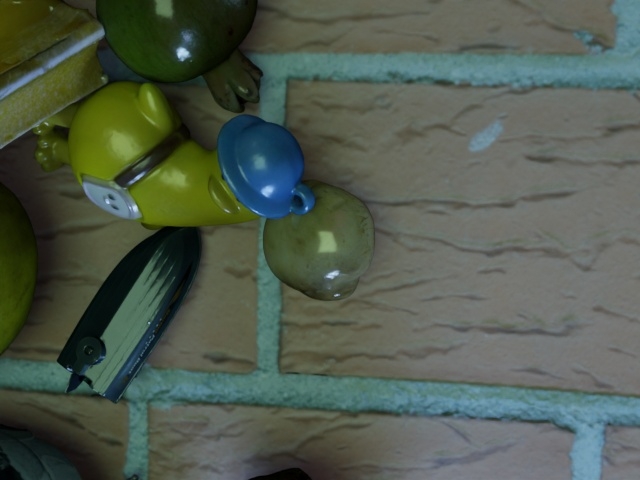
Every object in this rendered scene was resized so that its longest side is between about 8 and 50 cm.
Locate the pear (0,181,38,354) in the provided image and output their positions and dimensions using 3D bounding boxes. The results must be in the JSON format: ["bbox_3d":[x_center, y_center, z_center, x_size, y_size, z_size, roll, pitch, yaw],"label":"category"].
[{"bbox_3d":[-0.463,0.053,0.941,0.253,0.253,0.307,27,97,3],"label":"pear"}]

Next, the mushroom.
[{"bbox_3d":[0.000,0.000,0.938,0.148,0.112,0.147,2,93,39],"label":"mushroom"}]

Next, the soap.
[{"bbox_3d":[-0.402,-0.175,0.851,0.259,0.281,0.143,30,143,27],"label":"soap"}]

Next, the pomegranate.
[{"bbox_3d":[-0.152,-0.235,0.900,0.180,0.179,0.210,-8,104,9],"label":"pomegranate"}]

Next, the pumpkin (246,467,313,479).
[{"bbox_3d":[-0.011,0.415,0.964,0.139,0.222,0.317,-33,94,-17],"label":"pumpkin"}]

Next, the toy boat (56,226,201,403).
[{"bbox_3d":[-0.222,0.080,1.000,0.093,0.103,0.246,31,87,16],"label":"toy boat"}]

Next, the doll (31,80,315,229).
[{"bbox_3d":[-0.170,-0.086,0.928,0.363,0.145,0.199,16,134,21],"label":"doll"}]

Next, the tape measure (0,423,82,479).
[{"bbox_3d":[-0.405,0.360,1.004,0.275,0.147,0.256,43,104,28],"label":"tape measure"}]

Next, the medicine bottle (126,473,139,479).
[{"bbox_3d":[-0.291,0.379,1.059,0.058,0.057,0.199,37,101,2],"label":"medicine bottle"}]
